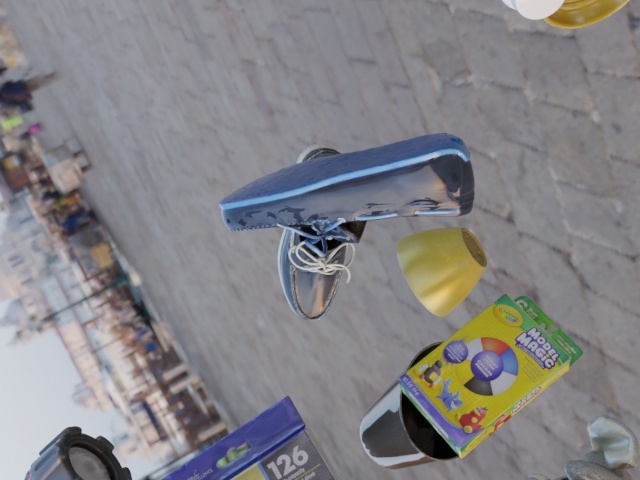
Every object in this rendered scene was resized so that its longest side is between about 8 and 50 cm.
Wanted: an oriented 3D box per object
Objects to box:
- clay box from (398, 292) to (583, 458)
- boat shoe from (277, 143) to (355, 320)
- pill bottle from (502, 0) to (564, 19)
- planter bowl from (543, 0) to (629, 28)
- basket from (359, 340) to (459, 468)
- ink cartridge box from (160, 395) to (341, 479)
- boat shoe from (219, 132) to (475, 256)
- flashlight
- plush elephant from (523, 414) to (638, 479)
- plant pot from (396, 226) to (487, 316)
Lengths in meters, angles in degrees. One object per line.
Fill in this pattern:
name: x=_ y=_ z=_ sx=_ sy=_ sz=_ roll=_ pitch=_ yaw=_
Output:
clay box: x=0.229 y=0.168 z=1.341 sx=0.127 sy=0.222 sz=0.053 roll=47 pitch=169 yaw=28
boat shoe: x=0.000 y=0.000 z=1.362 sx=0.079 sy=0.095 sz=0.255 roll=-120 pitch=38 yaw=-64
pill bottle: x=0.239 y=-0.324 z=1.209 sx=0.137 sy=0.078 sz=0.078 roll=-111 pitch=4 yaw=-49
planter bowl: x=0.427 y=-0.456 z=1.630 sx=0.217 sy=0.217 sz=0.090 roll=80 pitch=168 yaw=-53
basket: x=0.165 y=0.301 z=1.719 sx=0.154 sy=0.204 sz=0.227 roll=24 pitch=150 yaw=-8
ink cartridge box: x=-0.112 y=0.491 z=1.863 sx=0.307 sy=0.303 sz=0.072 roll=56 pitch=179 yaw=19
boat shoe: x=0.023 y=-0.031 z=0.988 sx=0.109 sy=0.258 sz=0.089 roll=-54 pitch=-50 yaw=-57
flashlight: x=-0.334 y=0.331 z=1.079 sx=0.103 sy=0.304 sz=0.103 roll=33 pitch=-161 yaw=-42
plush elephant: x=0.459 y=0.455 z=1.726 sx=0.255 sy=0.329 sz=0.272 roll=-110 pitch=13 yaw=-71
plant pot: x=0.191 y=0.033 z=1.506 sx=0.134 sy=0.095 sz=0.134 roll=44 pitch=-153 yaw=-30
